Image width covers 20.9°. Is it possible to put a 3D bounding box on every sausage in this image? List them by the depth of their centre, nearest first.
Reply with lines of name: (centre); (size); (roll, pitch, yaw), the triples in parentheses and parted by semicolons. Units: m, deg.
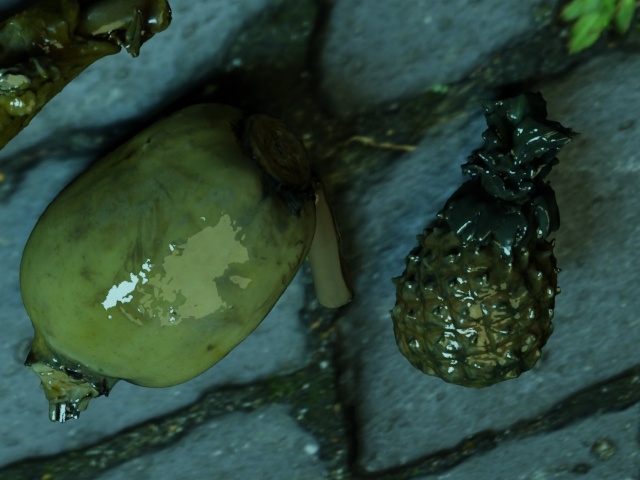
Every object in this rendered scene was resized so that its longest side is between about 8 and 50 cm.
sausage: (0.000, 0.000, 1.055); (0.026, 0.026, 0.116); (-22, 143, -5)

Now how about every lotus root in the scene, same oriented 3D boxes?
lotus root: (-0.094, 0.018, 0.943); (0.221, 0.125, 0.118); (-44, 166, 15)

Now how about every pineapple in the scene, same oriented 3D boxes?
pineapple: (0.104, -0.004, 1.062); (0.108, 0.108, 0.198); (-7, 128, -23)

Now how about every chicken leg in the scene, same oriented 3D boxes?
chicken leg: (-0.167, -0.077, 0.825); (0.207, 0.085, 0.101); (-31, 133, -7)
